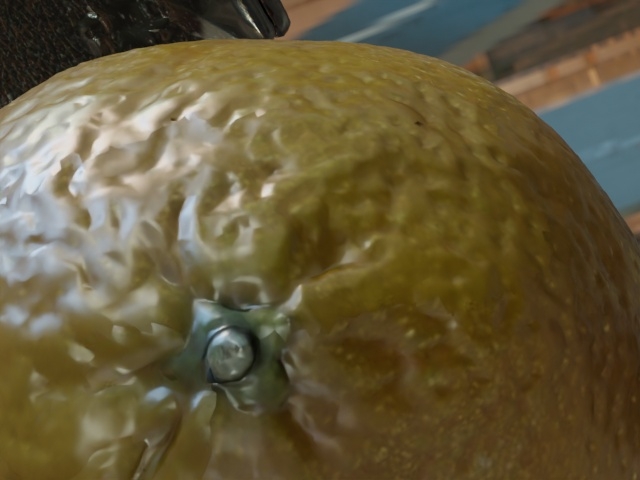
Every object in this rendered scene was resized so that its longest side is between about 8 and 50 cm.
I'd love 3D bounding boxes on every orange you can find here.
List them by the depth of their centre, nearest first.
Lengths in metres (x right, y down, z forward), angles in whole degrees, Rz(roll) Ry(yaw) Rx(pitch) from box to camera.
[{"bbox_3d":[-0.015,0.048,0.576,0.264,0.264,0.264,-21,-90,-89],"label":"orange"}]

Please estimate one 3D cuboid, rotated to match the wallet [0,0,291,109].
[{"bbox_3d":[-0.172,-0.160,0.905,0.221,0.262,0.071,61,-144,-29],"label":"wallet"}]
